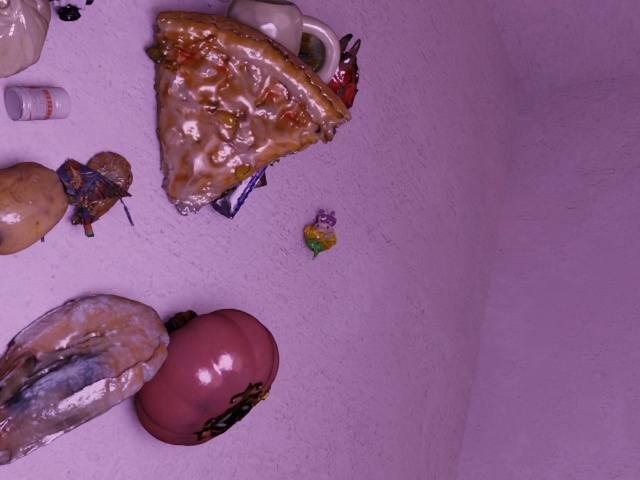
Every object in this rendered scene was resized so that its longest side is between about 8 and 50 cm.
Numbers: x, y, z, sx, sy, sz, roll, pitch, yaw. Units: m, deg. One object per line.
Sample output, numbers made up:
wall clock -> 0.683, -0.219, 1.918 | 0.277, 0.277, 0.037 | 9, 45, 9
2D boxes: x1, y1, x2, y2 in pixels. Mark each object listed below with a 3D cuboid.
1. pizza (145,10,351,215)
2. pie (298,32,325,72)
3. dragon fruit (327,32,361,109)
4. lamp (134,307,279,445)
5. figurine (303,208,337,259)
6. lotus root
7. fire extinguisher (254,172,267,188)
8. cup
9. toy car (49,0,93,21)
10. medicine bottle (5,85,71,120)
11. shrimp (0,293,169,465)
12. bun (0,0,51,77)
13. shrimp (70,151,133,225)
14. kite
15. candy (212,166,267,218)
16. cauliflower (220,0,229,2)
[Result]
pizza -> -0.198, -0.313, 1.221 | 0.434, 0.080, 0.392 | -30, 102, -9
pie -> -0.069, -0.472, 1.472 | 0.041, 0.186, 0.187 | 49, 47, -73
dragon fruit -> 0.011, -0.428, 1.552 | 0.274, 0.192, 0.193 | -41, 129, 5
lamp -> -0.235, 0.260, 1.167 | 0.305, 0.239, 0.305 | -37, 156, -19
figurine -> 0.000, 0.000, 1.644 | 0.156, 0.094, 0.115 | -76, 168, -50
lotus root -> -0.493, -0.045, 0.909 | 0.221, 0.125, 0.118 | -50, 169, -46
fire extinguisher -> -0.192, -0.236, 1.391 | 0.099, 0.071, 0.231 | -20, 106, -37
cup -> -0.095, -0.437, 1.330 | 0.173, 0.255, 0.202 | -50, 154, -58
toy car -> -0.456, -0.475, 1.016 | 0.080, 0.070, 0.171 | -18, 102, -54
medicine bottle -> -0.480, -0.233, 0.987 | 0.089, 0.057, 0.057 | -20, 106, -54
shrimp -> -0.448, 0.225, 0.932 | 0.445, 0.221, 0.110 | -34, 156, -41
bun -> -0.511, -0.365, 0.879 | 0.220, 0.134, 0.221 | -1, 91, -51
shrimp -> -0.417, -0.093, 1.094 | 0.091, 0.043, 0.184 | 46, 46, -35
kite -> -0.433, -0.077, 1.043 | 0.182, 0.010, 0.160 | -13, 75, -31
candy -> -0.144, -0.192, 1.332 | 0.061, 0.088, 0.312 | 33, 88, -9
cauliflower -> -0.226, -0.628, 1.220 | 0.326, 0.260, 0.281 | 3, 82, -21
